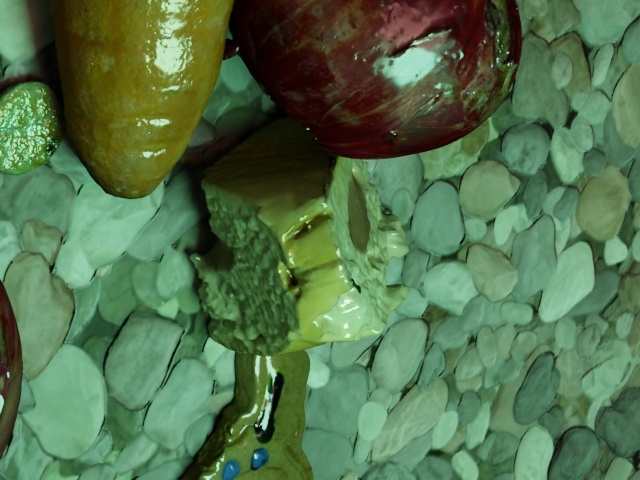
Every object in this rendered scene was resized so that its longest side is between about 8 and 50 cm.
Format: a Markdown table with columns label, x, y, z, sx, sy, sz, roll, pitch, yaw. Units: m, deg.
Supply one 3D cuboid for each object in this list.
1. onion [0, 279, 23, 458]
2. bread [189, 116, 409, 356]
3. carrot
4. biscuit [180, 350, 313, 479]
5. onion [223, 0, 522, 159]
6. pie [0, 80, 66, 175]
| label | x | y | z | sx | sy | sz | roll | pitch | yaw |
| --- | --- | --- | --- | --- | --- | --- | --- | --- | --- |
| onion | -0.378 | 0.115 | 1.261 | 0.353 | 0.353 | 0.354 | -16 | 116 | -37 |
| bread | 0.012 | -0.004 | 1.625 | 0.224 | 0.211 | 0.184 | -29 | 116 | -24 |
| carrot | -0.160 | -0.141 | 1.486 | 0.159 | 0.159 | 0.225 | -9 | 123 | -39 |
| biscuit | -0.075 | 0.242 | 1.758 | 0.183 | 0.047 | 0.320 | 14 | 95 | -46 |
| onion | 0.053 | -0.206 | 1.548 | 0.276 | 0.276 | 0.276 | -16 | 116 | -37 |
| pie | -0.249 | -0.092 | 1.496 | 0.085 | 0.017 | 0.085 | -18 | 118 | -36 |
